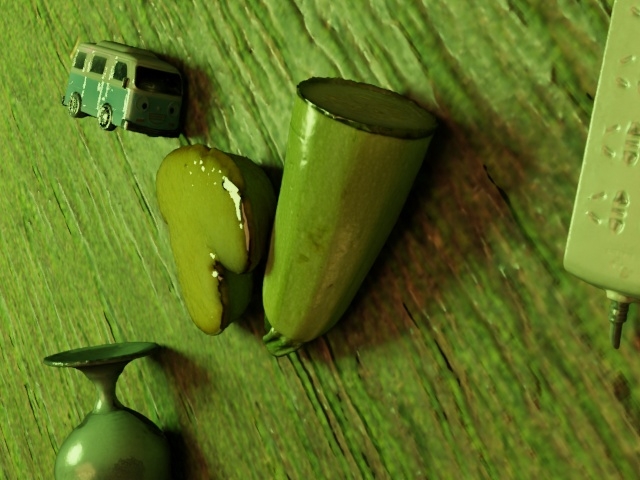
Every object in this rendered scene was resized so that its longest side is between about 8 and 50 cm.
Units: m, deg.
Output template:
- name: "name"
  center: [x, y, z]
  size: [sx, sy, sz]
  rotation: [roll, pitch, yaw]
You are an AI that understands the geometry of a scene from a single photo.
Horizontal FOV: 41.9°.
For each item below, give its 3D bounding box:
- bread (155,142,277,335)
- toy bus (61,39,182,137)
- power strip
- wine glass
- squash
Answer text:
- name: "bread"
  center: [-0.071, -0.001, 0.641]
  size: [0.187, 0.065, 0.149]
  rotation: [2, 100, 61]
- name: "toy bus"
  center: [-0.174, -0.135, 0.743]
  size: [0.123, 0.060, 0.075]
  rotation: [24, 105, 44]
- name: "power strip"
  center: [0.172, -0.064, 0.429]
  size: [0.060, 0.027, 0.253]
  rotation: [17, 104, 43]
- name: "wine glass"
  center: [-0.180, 0.211, 0.738]
  size: [0.103, 0.103, 0.231]
  rotation: [-4, 93, 44]
- name: "squash"
  center: [0.000, 0.000, 0.575]
  size: [0.094, 0.094, 0.224]
  rotation: [43, 128, 34]
